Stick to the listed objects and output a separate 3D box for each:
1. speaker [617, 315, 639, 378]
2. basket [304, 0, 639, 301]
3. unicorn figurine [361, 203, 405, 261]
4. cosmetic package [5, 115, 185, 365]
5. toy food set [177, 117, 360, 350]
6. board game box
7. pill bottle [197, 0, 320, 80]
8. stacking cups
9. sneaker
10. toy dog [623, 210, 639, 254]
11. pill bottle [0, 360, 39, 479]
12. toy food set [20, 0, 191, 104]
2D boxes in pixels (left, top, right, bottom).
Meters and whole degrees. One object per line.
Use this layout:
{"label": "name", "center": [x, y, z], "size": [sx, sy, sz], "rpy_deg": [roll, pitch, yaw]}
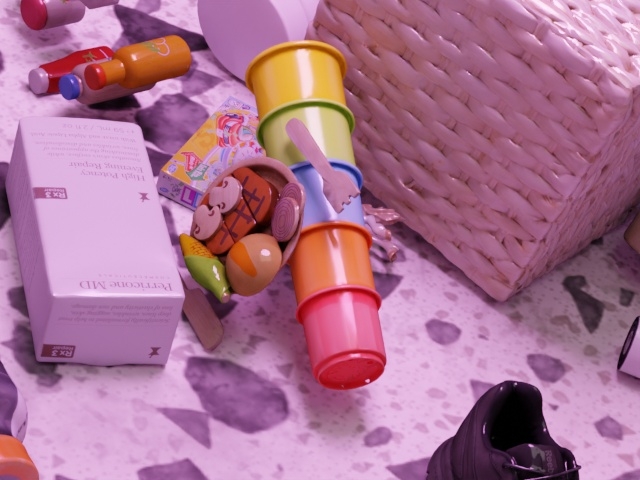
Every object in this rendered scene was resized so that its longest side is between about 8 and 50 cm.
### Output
{"label": "speaker", "center": [0.343, 0.118, 1.795], "size": [0.136, 0.055, 0.055], "rpy_deg": [22, 38, 2]}
{"label": "basket", "center": [0.185, -0.173, 1.844], "size": [0.331, 0.328, 0.266], "rpy_deg": [41, 47, 14]}
{"label": "unicorn figurine", "center": [0.000, 0.000, 1.797], "size": [0.111, 0.060, 0.162], "rpy_deg": [27, 24, 24]}
{"label": "cosmetic package", "center": [-0.196, -0.002, 1.689], "size": [0.117, 0.085, 0.231], "rpy_deg": [1, 41, -21]}
{"label": "toy food set", "center": [-0.066, -0.013, 1.678], "size": [0.038, 0.192, 0.132], "rpy_deg": [28, 20, -49]}
{"label": "board game box", "center": [-0.076, -0.071, 1.867], "size": [0.103, 0.026, 0.154], "rpy_deg": [26, 39, 8]}
{"label": "pill bottle", "center": [0.005, -0.270, 2.027], "size": [0.153, 0.153, 0.264], "rpy_deg": [36, 48, 20]}
{"label": "stacking cups", "center": [-0.002, -0.019, 1.718], "size": [0.096, 0.096, 0.316], "rpy_deg": [3, 60, -20]}
{"label": "sneaker", "center": [0.159, 0.229, 1.525], "size": [0.109, 0.130, 0.286], "rpy_deg": [2, 42, -23]}
{"label": "toy dog", "center": [0.451, 0.024, 1.855], "size": [0.333, 0.220, 0.161], "rpy_deg": [15, 15, 10]}
{"label": "pill bottle", "center": [-0.303, 0.110, 1.472], "size": [0.130, 0.130, 0.246], "rpy_deg": [-14, 49, -35]}
{"label": "toy food set", "center": [-0.236, -0.202, 1.887], "size": [0.104, 0.111, 0.232], "rpy_deg": [-18, 54, -38]}
